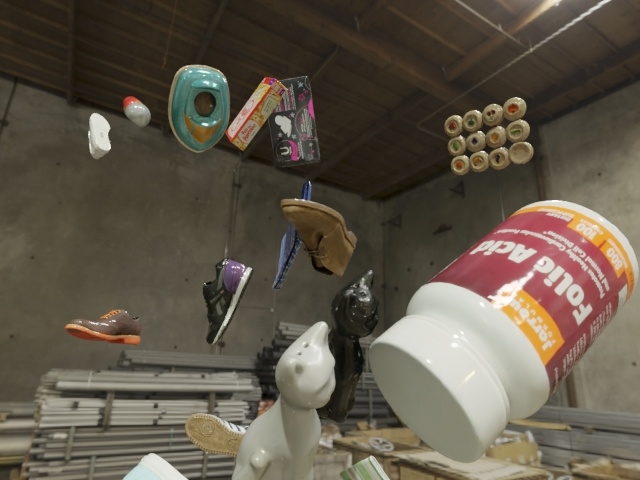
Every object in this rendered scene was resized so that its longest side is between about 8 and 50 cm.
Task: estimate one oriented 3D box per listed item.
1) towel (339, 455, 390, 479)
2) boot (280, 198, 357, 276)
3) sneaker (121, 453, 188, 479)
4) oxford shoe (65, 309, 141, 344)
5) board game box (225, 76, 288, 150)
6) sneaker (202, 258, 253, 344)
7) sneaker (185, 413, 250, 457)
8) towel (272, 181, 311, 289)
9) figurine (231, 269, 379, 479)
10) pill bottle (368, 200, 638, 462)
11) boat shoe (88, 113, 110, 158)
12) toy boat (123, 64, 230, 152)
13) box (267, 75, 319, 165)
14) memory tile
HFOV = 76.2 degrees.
[{"bbox_3d":[0.143,0.751,1.282,0.152,0.113,0.023,-44,-15,30],"label":"towel"},{"bbox_3d":[0.000,0.000,0.955,0.112,0.115,0.305,5,-20,31],"label":"boot"},{"bbox_3d":[-0.309,0.616,0.872,0.365,0.135,0.150,11,30,32],"label":"sneaker"},{"bbox_3d":[-0.640,0.252,1.218,0.096,0.099,0.271,0,-18,12],"label":"oxford shoe"},{"bbox_3d":[-0.176,-0.343,1.095,0.045,0.194,0.147,34,8,-28],"label":"board game box"},{"bbox_3d":[-0.322,0.189,1.296,0.124,0.284,0.107,25,9,-3],"label":"sneaker"},{"bbox_3d":[-0.286,0.626,1.314,0.282,0.099,0.153,17,-14,5],"label":"sneaker"},{"bbox_3d":[-0.103,-0.013,1.397,0.040,0.243,0.336,15,-43,-12],"label":"towel"},{"bbox_3d":[-0.004,0.157,0.469,0.092,0.210,0.215,24,28,17],"label":"figurine"},{"bbox_3d":[0.275,0.118,0.619,0.392,0.224,0.224,-32,-4,-26],"label":"pill bottle"},{"bbox_3d":[-0.738,-0.344,1.350,0.063,0.184,0.066,-36,-27,20],"label":"boat shoe"},{"bbox_3d":[-0.423,-0.387,1.232,0.318,0.148,0.268,-10,-55,-30],"label":"toy boat"},{"bbox_3d":[-0.086,-0.363,1.285,0.141,0.248,0.163,-7,8,3],"label":"box"},{"bbox_3d":[0.292,-0.179,0.722,0.012,0.113,0.148,-17,8,-42],"label":"memory tile"}]
